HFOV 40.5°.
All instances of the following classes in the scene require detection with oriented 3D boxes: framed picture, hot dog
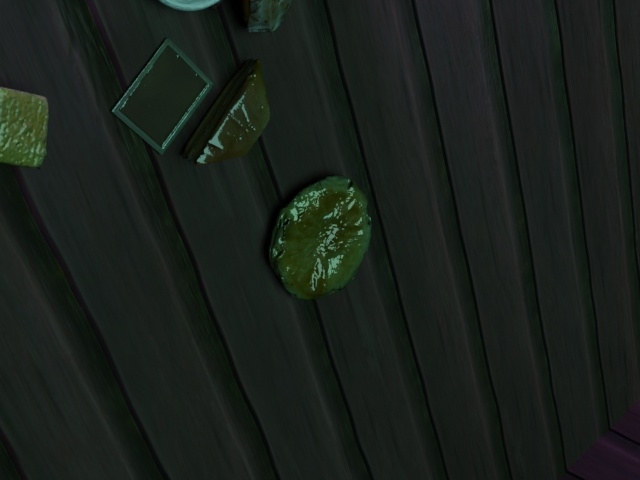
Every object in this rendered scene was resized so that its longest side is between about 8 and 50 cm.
[{"bbox_3d":[-0.307,-0.281,1.699,0.142,0.011,0.183,43,76,-40],"label":"framed picture"},{"bbox_3d":[-0.104,-0.506,1.669,0.144,0.075,0.268,-53,169,-30],"label":"hot dog"}]

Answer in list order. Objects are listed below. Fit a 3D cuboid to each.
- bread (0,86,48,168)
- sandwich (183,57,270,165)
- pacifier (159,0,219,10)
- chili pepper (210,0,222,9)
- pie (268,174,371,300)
[{"bbox_3d":[-0.564,-0.198,1.458,0.196,0.102,0.138,6,104,-43],"label":"bread"},{"bbox_3d":[-0.178,-0.245,1.762,0.096,0.094,0.258,42,76,-39],"label":"sandwich"},{"bbox_3d":[-0.222,-0.544,1.533,0.238,0.226,0.287,-32,127,-11],"label":"pacifier"},{"bbox_3d":[-0.201,-0.525,1.684,0.050,0.041,0.153,5,106,3],"label":"chili pepper"},{"bbox_3d":[0.000,0.000,2.007,0.306,0.071,0.307,-12,111,-33],"label":"pie"}]
